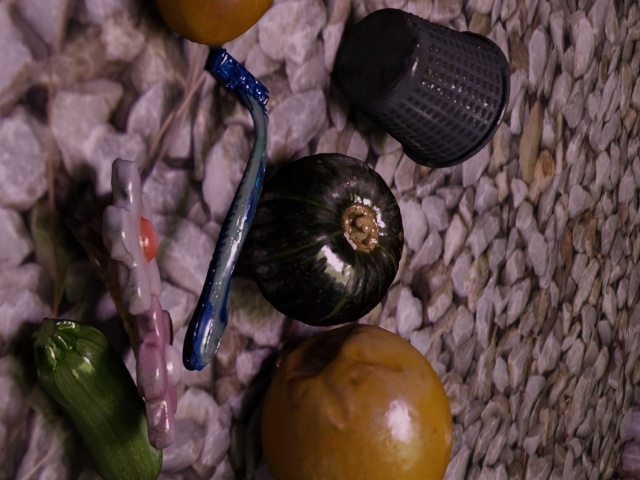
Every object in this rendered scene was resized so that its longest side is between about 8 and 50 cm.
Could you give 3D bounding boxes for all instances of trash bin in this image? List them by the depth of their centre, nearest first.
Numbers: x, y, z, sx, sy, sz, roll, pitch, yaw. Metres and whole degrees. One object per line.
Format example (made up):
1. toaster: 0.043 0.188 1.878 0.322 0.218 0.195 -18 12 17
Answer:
1. trash bin: 0.111 -0.188 1.307 0.161 0.175 0.175 18 85 -46

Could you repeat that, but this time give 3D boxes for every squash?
1. squash: -0.202 0.150 1.019 0.077 0.068 0.219 -55 139 -33
2. squash: 0.004 -0.002 1.204 0.193 0.156 0.193 -7 102 -33

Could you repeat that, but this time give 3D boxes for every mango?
1. mango: -0.086 -0.289 1.039 0.136 0.099 0.228 29 67 -48

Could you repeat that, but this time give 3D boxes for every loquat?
1. loquat: 0.047 0.220 1.271 0.244 0.243 0.244 -22 118 -51

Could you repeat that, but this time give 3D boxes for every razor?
1. razor: -0.086 -0.030 1.076 0.093 0.056 0.324 40 51 -52

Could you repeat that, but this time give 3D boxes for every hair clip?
1. hair clip: -0.166 0.056 0.994 0.075 0.146 0.257 -17 99 -6
